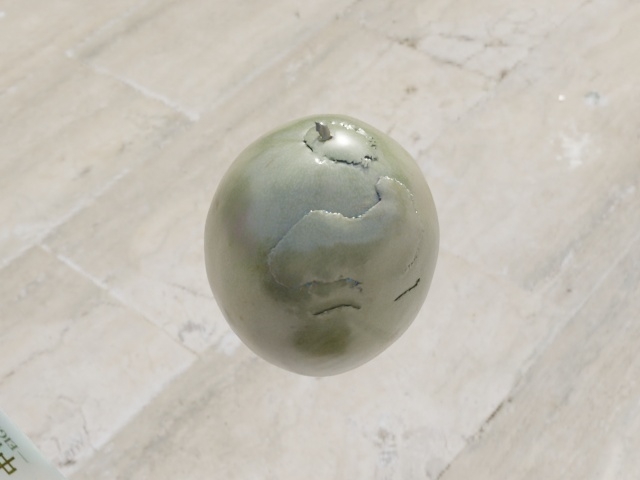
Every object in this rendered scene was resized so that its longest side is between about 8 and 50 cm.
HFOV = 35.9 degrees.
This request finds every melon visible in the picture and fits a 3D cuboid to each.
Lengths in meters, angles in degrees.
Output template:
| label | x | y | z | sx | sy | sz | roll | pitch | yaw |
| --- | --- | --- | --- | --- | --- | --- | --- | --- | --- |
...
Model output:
| label | x | y | z | sx | sy | sz | roll | pitch | yaw |
| --- | --- | --- | --- | --- | --- | --- | --- | --- | --- |
| melon | 0.000 | 0.000 | 1.117 | 0.268 | 0.330 | 0.268 | 0 | 50 | 0 |

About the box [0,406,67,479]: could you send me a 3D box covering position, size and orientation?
| label | x | y | z | sx | sy | sz | roll | pitch | yaw |
| --- | --- | --- | --- | --- | --- | --- | --- | --- | --- |
| box | -0.301 | 0.212 | 0.703 | 0.155 | 0.243 | 0.067 | 46 | 21 | 6 |
